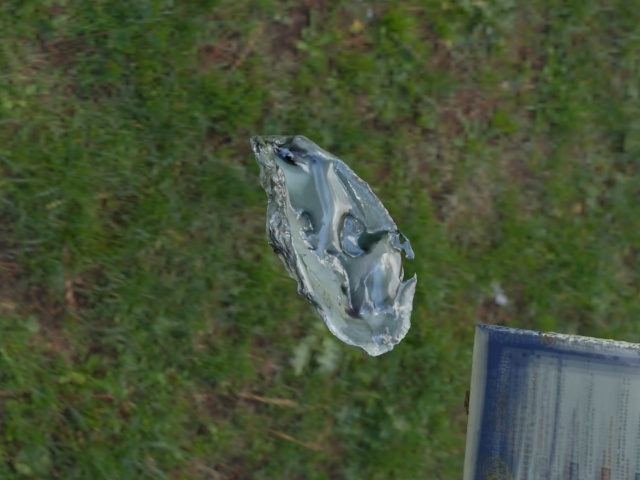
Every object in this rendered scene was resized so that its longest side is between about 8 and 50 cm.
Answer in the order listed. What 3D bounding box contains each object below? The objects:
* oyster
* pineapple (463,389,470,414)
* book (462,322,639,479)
[{"bbox_3d":[0.001,-0.002,1.466,0.252,0.087,0.199,33,53,1],"label":"oyster"},{"bbox_3d":[0.232,0.260,1.800,0.074,0.074,0.159,-12,84,-33],"label":"pineapple"},{"bbox_3d":[0.324,0.225,1.637,0.018,0.322,0.228,-8,103,-64],"label":"book"}]
